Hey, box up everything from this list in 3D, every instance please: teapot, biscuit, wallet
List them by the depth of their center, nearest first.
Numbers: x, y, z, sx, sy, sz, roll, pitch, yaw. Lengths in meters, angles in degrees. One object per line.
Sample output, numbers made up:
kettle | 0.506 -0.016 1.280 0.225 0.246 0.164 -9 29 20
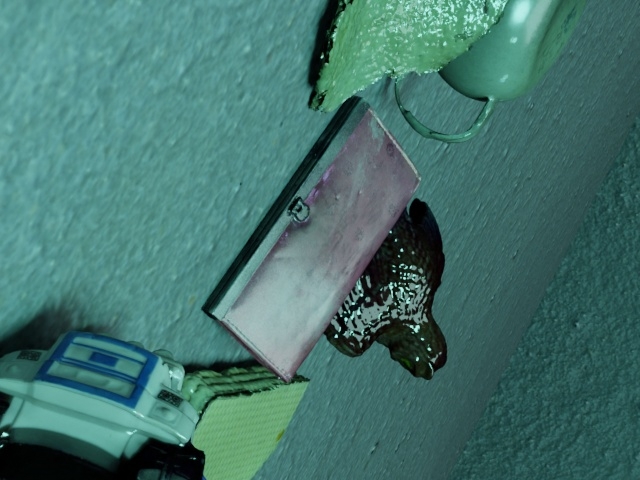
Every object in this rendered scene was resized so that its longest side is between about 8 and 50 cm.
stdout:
wallet | 0.000 0.000 0.980 0.232 0.025 0.119 -56 132 -17
biscuit | -0.096 0.180 1.013 0.150 0.052 0.252 -61 161 7
teapot | 0.164 -0.224 1.029 0.294 0.129 0.193 -61 163 2

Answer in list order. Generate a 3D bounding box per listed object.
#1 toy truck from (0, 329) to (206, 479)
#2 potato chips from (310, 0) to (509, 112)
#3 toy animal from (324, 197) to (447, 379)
toy truck | -0.145 0.149 0.709 0.177 0.161 0.213 -71 177 -58
potato chips | 0.083 -0.195 0.901 0.228 0.059 0.167 -27 131 -16
toy animal | 0.075 0.042 1.087 0.116 0.179 0.218 -42 173 39
